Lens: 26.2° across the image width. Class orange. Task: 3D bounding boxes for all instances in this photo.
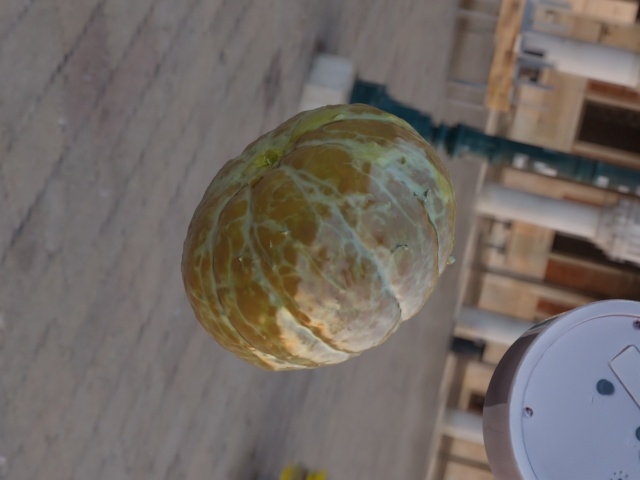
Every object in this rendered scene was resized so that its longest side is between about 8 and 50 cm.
[{"bbox_3d":[0.000,0.000,1.540,0.329,0.249,0.329,-37,-158,18],"label":"orange"}]

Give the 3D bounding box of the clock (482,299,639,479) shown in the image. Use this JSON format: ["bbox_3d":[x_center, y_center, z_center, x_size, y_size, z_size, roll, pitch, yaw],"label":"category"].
[{"bbox_3d":[0.233,0.149,1.105,0.068,0.197,0.197,141,-34,-74],"label":"clock"}]
